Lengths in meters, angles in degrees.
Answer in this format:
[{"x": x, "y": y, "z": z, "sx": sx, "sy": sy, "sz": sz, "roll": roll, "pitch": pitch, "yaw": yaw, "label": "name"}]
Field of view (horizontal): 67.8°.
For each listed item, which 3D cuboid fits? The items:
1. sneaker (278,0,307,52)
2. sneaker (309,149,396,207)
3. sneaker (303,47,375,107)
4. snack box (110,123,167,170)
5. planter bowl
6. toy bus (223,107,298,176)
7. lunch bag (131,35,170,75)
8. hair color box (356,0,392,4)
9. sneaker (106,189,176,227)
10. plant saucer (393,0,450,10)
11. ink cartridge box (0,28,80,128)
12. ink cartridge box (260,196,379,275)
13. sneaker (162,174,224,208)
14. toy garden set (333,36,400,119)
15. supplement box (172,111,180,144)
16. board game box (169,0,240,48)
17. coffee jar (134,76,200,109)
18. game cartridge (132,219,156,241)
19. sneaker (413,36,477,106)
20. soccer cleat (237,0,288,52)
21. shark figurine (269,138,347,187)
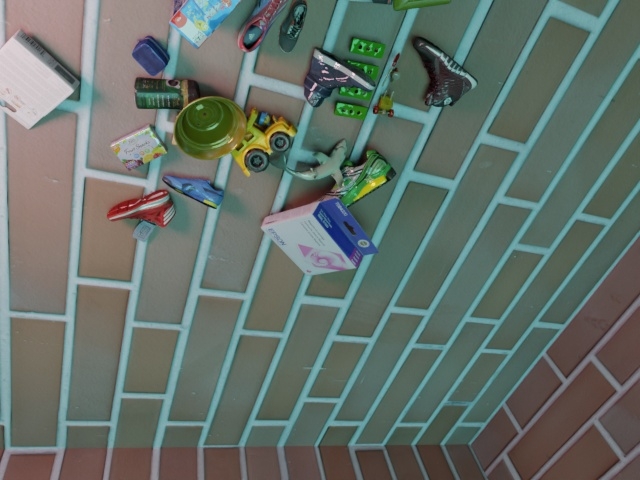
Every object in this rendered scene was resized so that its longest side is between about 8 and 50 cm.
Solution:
[{"x": -0.081, "y": -0.626, "z": 1.393, "sx": 0.061, "sy": 0.064, "sz": 0.157, "roll": 9, "pitch": 122, "yaw": -21, "label": "sneaker"}, {"x": 0.099, "y": -0.203, "z": 1.735, "sx": 0.344, "sy": 0.134, "sz": 0.146, "roll": -32, "pitch": 91, "yaw": 18, "label": "sneaker"}, {"x": 0.049, "y": -0.471, "z": 1.477, "sx": 0.226, "sy": 0.086, "sz": 0.163, "roll": 35, "pitch": 119, "yaw": 16, "label": "sneaker"}, {"x": -0.578, "y": -0.296, "z": 1.518, "sx": 0.141, "sy": 0.037, "sz": 0.100, "roll": -25, "pitch": 126, "yaw": 4, "label": "snack box"}, {"x": -0.334, "y": -0.352, "z": 1.411, "sx": 0.217, "sy": 0.090, "sz": 0.217, "roll": -18, "pitch": 143, "yaw": -14, "label": "planter bowl"}, {"x": -0.213, "y": -0.348, "z": 1.528, "sx": 0.220, "sy": 0.149, "sz": 0.211, "roll": -38, "pitch": 110, "yaw": 11, "label": "toy bus"}, {"x": -0.484, "y": -0.531, "z": 1.356, "sx": 0.067, "sy": 0.065, "sz": 0.098, "roll": -23, "pitch": 131, "yaw": 22, "label": "lunch bag"}, {"x": 0.144, "y": -0.735, "z": 1.388, "sx": 0.141, "sy": 0.043, "sz": 0.071, "roll": -2, "pitch": 127, "yaw": -13, "label": "hair color box"}, {"x": -0.606, "y": -0.080, "z": 1.640, "sx": 0.222, "sy": 0.087, "sz": 0.128, "roll": -18, "pitch": 127, "yaw": 0, "label": "sneaker"}, {"x": 0.311, "y": -0.782, "z": 1.396, "sx": 0.189, "sy": 0.045, "sz": 0.188, "roll": -11, "pitch": 127, "yaw": -7, "label": "plant saucer"}, {"x": -0.835, "y": -0.448, "z": 1.345, "sx": 0.233, "sy": 0.066, "sz": 0.189, "roll": -22, "pitch": 131, "yaw": 28, "label": "ink cartridge box"}, {"x": 0.000, "y": 0.000, "z": 1.781, "sx": 0.330, "sy": 0.071, "sz": 0.324, "roll": -13, "pitch": 134, "yaw": 34, "label": "ink cartridge box"}, {"x": -0.433, "y": -0.185, "z": 1.632, "sx": 0.210, "sy": 0.069, "sz": 0.082, "roll": 25, "pitch": 83, "yaw": -20, "label": "sneaker"}, {"x": 0.165, "y": -0.518, "z": 1.552, "sx": 0.204, "sy": 0.049, "sz": 0.244, "roll": 5, "pitch": 123, "yaw": -16, "label": "toy garden set"}, {"x": -0.435, "y": -0.351, "z": 1.517, "sx": 0.062, "sy": 0.036, "sz": 0.098, "roll": 7, "pitch": 123, "yaw": -21, "label": "supplement box"}, {"x": -0.242, "y": -0.653, "z": 1.178, "sx": 0.302, "sy": 0.308, "sz": 0.086, "roll": -40, "pitch": 126, "yaw": 16, "label": "board game box"}, {"x": -0.452, "y": -0.434, "z": 1.414, "sx": 0.185, "sy": 0.096, "sz": 0.079, "roll": -2, "pitch": 133, "yaw": -13, "label": "coffee jar"}, {"x": -0.636, "y": -0.036, "z": 1.708, "sx": 0.056, "sy": 0.017, "sz": 0.083, "roll": 29, "pitch": 114, "yaw": -34, "label": "game cartridge"}, {"x": 0.376, "y": -0.529, "z": 1.564, "sx": 0.282, "sy": 0.106, "sz": 0.162, "roll": 24, "pitch": 119, "yaw": -29, "label": "sneaker"}, {"x": -0.154, "y": -0.642, "z": 1.343, "sx": 0.083, "sy": 0.095, "sz": 0.248, "roll": 27, "pitch": 115, "yaw": -30, "label": "soccer cleat"}, {"x": -0.032, "y": -0.247, "z": 1.666, "sx": 0.279, "sy": 0.116, "sz": 0.166, "roll": -14, "pitch": 96, "yaw": -17, "label": "shark figurine"}]
